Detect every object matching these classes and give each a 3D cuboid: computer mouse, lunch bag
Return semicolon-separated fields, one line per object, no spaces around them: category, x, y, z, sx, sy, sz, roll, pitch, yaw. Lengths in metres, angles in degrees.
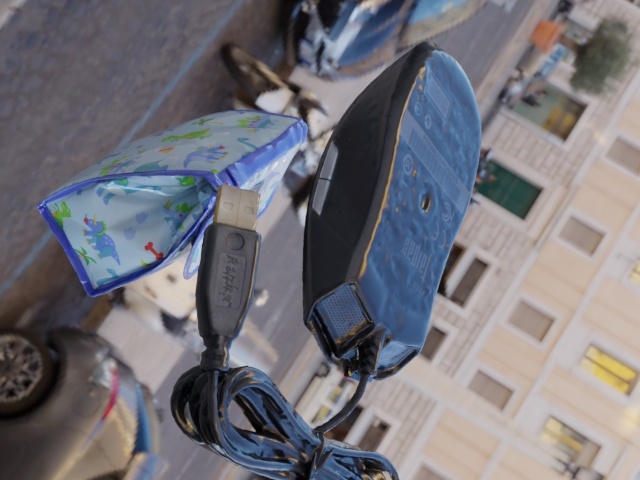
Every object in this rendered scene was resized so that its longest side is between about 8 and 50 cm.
computer mouse;0.000;0.000;0.511;0.184;0.060;0.262;37;62;-49
lunch bag;-0.093;-0.035;0.723;0.151;0.096;0.129;-22;-167;34
